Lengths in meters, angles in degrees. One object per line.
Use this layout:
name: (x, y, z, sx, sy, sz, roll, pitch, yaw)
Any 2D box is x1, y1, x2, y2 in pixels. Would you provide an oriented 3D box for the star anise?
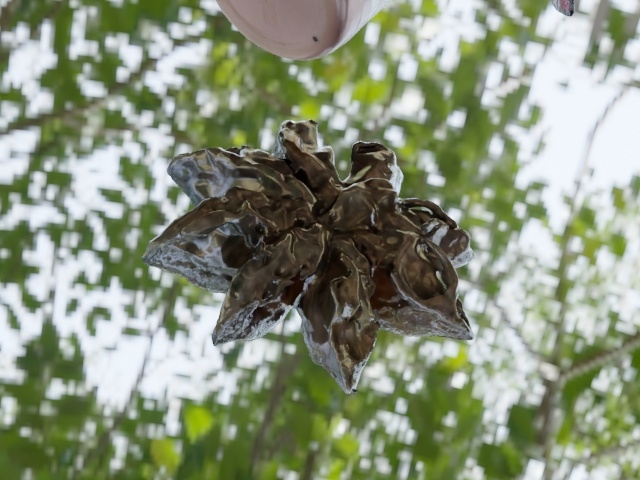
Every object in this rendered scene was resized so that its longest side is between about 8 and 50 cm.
star anise: (-0.001, -0.002, 1.661, 0.331, 0.118, 0.332, 15, -142, -12)

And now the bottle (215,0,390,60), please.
bottle: (0.048, -0.313, 1.711, 0.206, 0.173, 0.297, -16, -159, 51)

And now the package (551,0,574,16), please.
package: (0.191, -0.312, 1.490, 0.030, 0.239, 0.154, 0, -164, 4)
